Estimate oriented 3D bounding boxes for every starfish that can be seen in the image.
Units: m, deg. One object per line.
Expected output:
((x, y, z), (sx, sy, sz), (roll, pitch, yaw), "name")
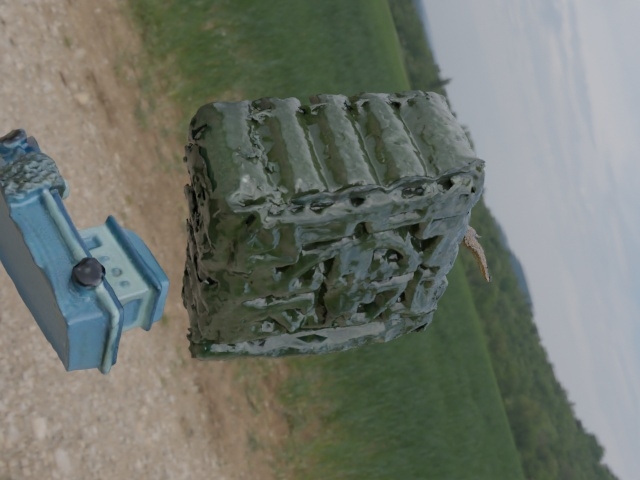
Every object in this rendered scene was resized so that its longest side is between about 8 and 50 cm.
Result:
((0.187, -0.003, 1.166), (0.130, 0.041, 0.133), (46, 36, 20), "starfish")

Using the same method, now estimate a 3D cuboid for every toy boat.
((-0.206, -0.007, 0.719), (0.238, 0.098, 0.109), (50, -40, 28), "toy boat")

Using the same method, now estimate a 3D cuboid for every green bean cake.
((0.000, 0.000, 0.785), (0.255, 0.241, 0.132), (104, -29, -46), "green bean cake")
